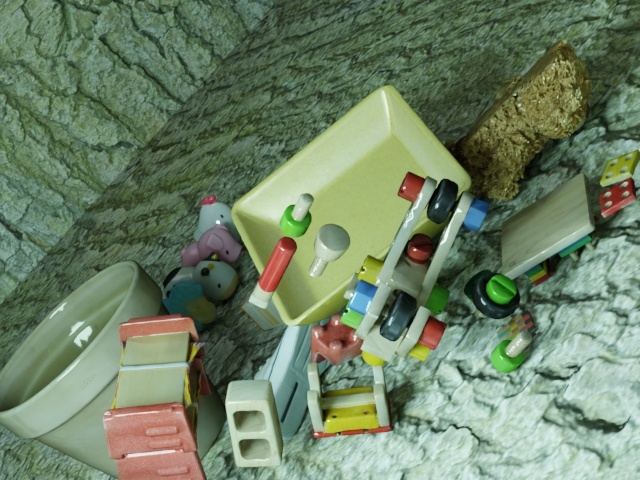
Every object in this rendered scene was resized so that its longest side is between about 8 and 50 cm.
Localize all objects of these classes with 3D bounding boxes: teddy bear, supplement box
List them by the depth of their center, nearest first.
[{"bbox_3d":[0.285,-0.150,1.816,0.338,0.113,0.245,-46,11,17],"label":"teddy bear"},{"bbox_3d":[-0.079,0.112,2.015,0.098,0.062,0.036,-20,29,47],"label":"supplement box"}]

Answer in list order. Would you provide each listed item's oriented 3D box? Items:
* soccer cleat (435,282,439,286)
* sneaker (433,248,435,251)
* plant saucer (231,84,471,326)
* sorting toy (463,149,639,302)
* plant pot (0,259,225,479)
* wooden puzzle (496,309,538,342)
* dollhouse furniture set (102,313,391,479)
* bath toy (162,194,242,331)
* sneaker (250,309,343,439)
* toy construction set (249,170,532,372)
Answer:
[{"bbox_3d":[0.094,0.084,1.722,0.179,0.072,0.060,-26,26,40],"label":"soccer cleat"},{"bbox_3d":[0.137,0.031,1.801,0.057,0.047,0.119,-45,26,-24],"label":"sneaker"},{"bbox_3d":[0.051,-0.044,1.803,0.332,0.081,0.333,-39,38,6],"label":"plant saucer"},{"bbox_3d":[0.309,-0.012,1.544,0.274,0.046,0.132,-35,22,25],"label":"sorting toy"},{"bbox_3d":[-0.309,0.237,1.881,0.323,0.280,0.323,-38,20,16],"label":"plant pot"},{"bbox_3d":[0.243,0.113,1.476,0.049,0.006,0.083,-38,21,15],"label":"wooden puzzle"},{"bbox_3d":[-0.094,0.210,1.608,0.374,0.152,0.201,-5,36,4],"label":"dollhouse furniture set"},{"bbox_3d":[-0.223,0.032,2.358,0.151,0.129,0.348,-1,34,11],"label":"bath toy"},{"bbox_3d":[-0.049,0.185,1.763,0.091,0.094,0.258,-16,34,44],"label":"sneaker"},{"bbox_3d":[0.061,0.068,1.493,0.237,0.308,0.257,120,151,-51],"label":"toy construction set"}]
